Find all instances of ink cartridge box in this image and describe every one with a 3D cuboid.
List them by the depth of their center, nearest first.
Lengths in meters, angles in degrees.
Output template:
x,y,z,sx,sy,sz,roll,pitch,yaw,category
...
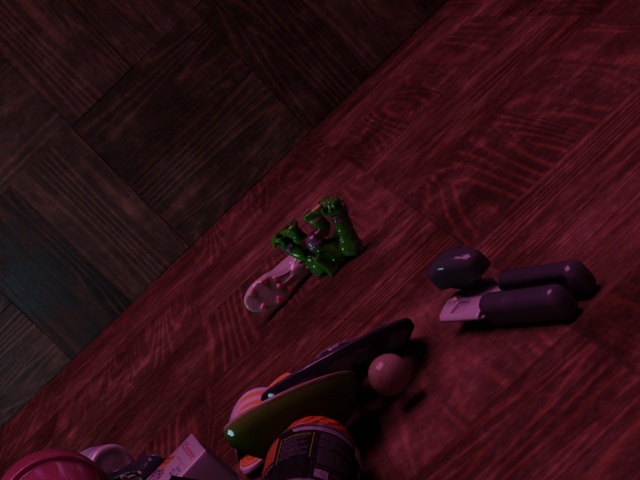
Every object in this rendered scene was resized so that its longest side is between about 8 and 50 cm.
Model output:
x,y,z,sx,sy,sz,roll,pitch,yaw,category
-0.178,0.366,1.691,0.176,0.127,0.128,-45,12,-9,ink cartridge box

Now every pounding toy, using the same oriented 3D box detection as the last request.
x,y,z,sx,sy,sz,roll,pitch,yaw,category
0.006,0.241,1.612,0.236,0.110,0.183,-21,-15,-13,pounding toy

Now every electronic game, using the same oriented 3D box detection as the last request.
x,y,z,sx,sy,sz,roll,pitch,yaw,category
0.024,0.165,1.722,0.229,0.048,0.229,-27,-10,-5,electronic game

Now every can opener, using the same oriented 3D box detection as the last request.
x,y,z,sx,sy,sz,roll,pitch,yaw,category
0.213,0.052,1.552,0.076,0.095,0.283,-49,13,-20,can opener

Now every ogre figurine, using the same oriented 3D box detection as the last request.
x,y,z,sx,sy,sz,roll,pitch,yaw,category
0.000,0.000,2.375,0.197,0.118,0.097,-36,10,26,ogre figurine

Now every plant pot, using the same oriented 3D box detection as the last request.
x,y,z,sx,sy,sz,roll,pitch,yaw,category
-0.405,0.442,2.021,0.201,0.201,0.180,-47,19,-14,plant pot

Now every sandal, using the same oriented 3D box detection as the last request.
x,y,z,sx,sy,sz,roll,pitch,yaw,category
-0.094,0.255,1.913,0.102,0.076,0.265,-41,12,15,sandal

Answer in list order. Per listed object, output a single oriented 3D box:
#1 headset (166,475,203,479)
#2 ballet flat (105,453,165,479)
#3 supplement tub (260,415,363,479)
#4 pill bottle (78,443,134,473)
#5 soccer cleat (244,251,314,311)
x,y,z,sx,sy,sz,roll,pitch,yaw,category
-0.182,0.372,1.369,0.394,0.185,0.244,131,149,-77,headset
-0.339,0.423,2.172,0.203,0.074,0.074,-33,16,35,ballet flat
-0.012,0.284,1.453,0.117,0.117,0.190,-40,12,19,supplement tub
-0.406,0.421,2.350,0.087,0.087,0.160,-50,13,-28,pill bottle
-0.070,0.074,2.498,0.196,0.068,0.076,-40,5,-16,soccer cleat
